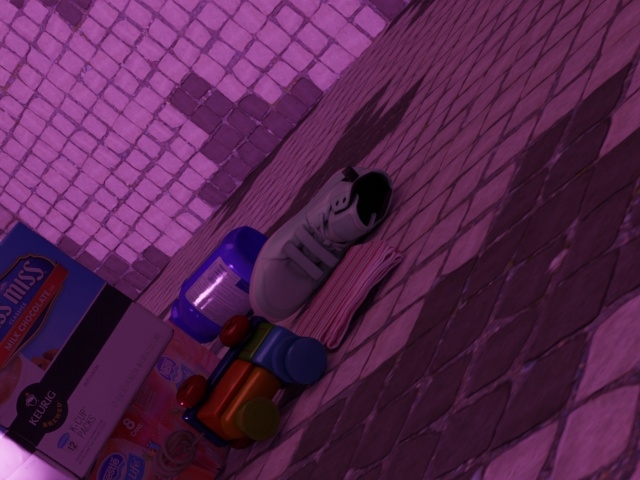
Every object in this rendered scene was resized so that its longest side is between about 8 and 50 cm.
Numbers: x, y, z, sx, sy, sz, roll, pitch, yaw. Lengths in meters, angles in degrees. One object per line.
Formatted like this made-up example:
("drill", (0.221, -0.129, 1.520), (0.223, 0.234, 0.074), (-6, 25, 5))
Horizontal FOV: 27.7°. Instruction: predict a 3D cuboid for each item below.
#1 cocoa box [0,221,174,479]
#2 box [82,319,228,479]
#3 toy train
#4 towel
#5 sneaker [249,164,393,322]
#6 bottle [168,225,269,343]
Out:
("cocoa box", (-0.379, 0.183, 1.558), (0.347, 0.228, 0.231), (-40, 16, 52))
("box", (-0.208, 0.241, 1.669), (0.154, 0.142, 0.300), (-49, 9, 14))
("toy train", (-0.097, 0.201, 1.452), (0.248, 0.105, 0.143), (-55, 23, -18))
("towel", (0.029, 0.067, 1.547), (0.144, 0.029, 0.197), (-55, 8, -8))
("sneaker", (0.000, -0.001, 1.741), (0.256, 0.094, 0.151), (-55, 12, -11))
("bottle", (-0.172, 0.095, 2.159), (0.283, 0.118, 0.092), (-46, 11, 38))
